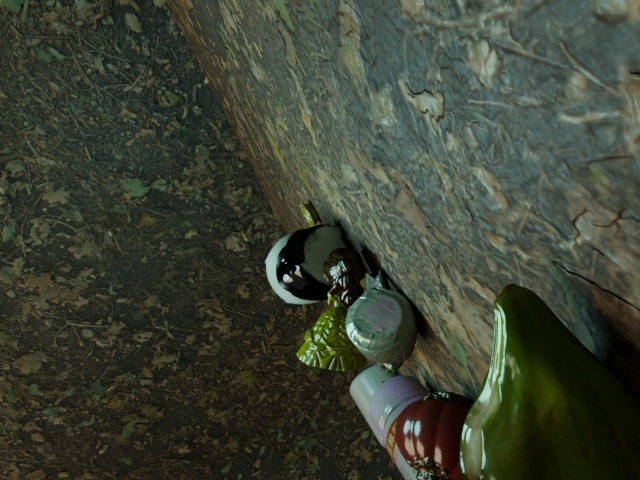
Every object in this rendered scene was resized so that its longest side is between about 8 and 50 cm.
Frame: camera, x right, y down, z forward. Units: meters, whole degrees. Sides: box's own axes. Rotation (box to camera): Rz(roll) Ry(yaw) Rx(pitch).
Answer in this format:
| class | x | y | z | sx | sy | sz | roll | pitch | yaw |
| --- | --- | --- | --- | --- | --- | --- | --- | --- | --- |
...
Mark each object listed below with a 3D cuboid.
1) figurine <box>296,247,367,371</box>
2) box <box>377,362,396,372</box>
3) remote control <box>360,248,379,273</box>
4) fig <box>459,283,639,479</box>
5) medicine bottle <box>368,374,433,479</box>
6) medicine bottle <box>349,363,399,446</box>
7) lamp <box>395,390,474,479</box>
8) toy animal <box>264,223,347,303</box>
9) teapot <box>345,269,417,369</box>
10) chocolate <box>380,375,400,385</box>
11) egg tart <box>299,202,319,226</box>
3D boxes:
| class | x | y | z | sx | sy | sz | roll | pitch | yaw |
| --- | --- | --- | --- | --- | --- | --- | --- | --- | --- |
| figurine | 0.053 | 0.174 | 1.242 | 0.168 | 0.188 | 0.314 | -12 | -69 | -68 |
| box | 0.201 | 0.305 | 1.413 | 0.134 | 0.097 | 0.345 | 46 | 167 | 27 |
| remote control | 0.135 | 0.066 | 1.234 | 0.096 | 0.014 | 0.039 | 61 | 173 | 1 |
| fig | 0.237 | 0.176 | 0.459 | 0.206 | 0.206 | 0.274 | 166 | 94 | -82 |
| medicine bottle | 0.299 | 0.561 | 1.273 | 0.219 | 0.219 | 0.388 | 63 | 172 | -25 |
| medicine bottle | 0.291 | 0.695 | 1.842 | 0.378 | 0.214 | 0.213 | 54 | 171 | 41 |
| lamp | 0.276 | 0.445 | 1.005 | 0.226 | 0.227 | 0.227 | 58 | 172 | 13 |
| toy animal | -0.051 | 0.083 | 1.439 | 0.250 | 0.251 | 0.310 | 60 | 145 | 0 |
| teapot | 0.147 | 0.210 | 1.149 | 0.221 | 0.163 | 0.178 | 54 | 175 | 42 |
| chocolate | 0.309 | 0.575 | 1.585 | 0.147 | 0.221 | 0.221 | 26 | -159 | -48 |
| egg tart | -0.036 | -0.094 | 1.634 | 0.105 | 0.039 | 0.105 | 58 | 172 | 12 |
